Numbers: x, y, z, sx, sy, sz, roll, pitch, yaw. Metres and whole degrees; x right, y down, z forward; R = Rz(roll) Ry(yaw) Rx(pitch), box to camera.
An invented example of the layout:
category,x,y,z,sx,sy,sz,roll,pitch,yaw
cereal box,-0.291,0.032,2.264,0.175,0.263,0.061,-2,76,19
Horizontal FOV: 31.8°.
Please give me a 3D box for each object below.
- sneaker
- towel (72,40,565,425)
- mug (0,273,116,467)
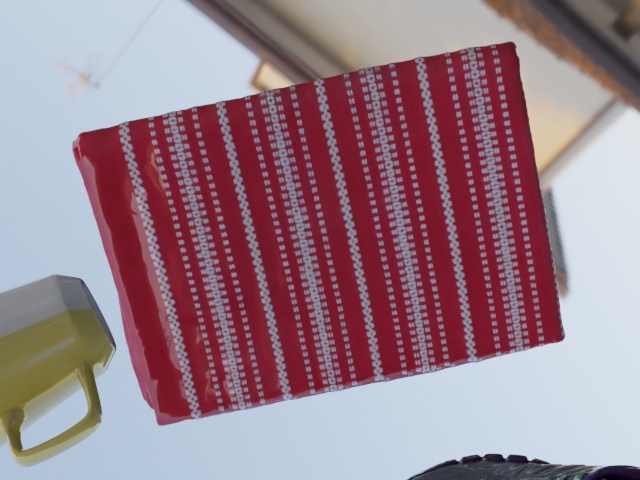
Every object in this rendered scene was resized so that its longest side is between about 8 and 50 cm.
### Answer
category,x,y,z,sx,sy,sz,roll,pitch,yaw
sneaker,0.155,0.178,0.778,0.224,0.098,0.083,-3,-116,1
towel,0.000,0.000,0.694,0.031,0.275,0.198,-89,-13,-73
mug,-0.119,0.052,0.474,0.078,0.064,0.062,62,172,6
